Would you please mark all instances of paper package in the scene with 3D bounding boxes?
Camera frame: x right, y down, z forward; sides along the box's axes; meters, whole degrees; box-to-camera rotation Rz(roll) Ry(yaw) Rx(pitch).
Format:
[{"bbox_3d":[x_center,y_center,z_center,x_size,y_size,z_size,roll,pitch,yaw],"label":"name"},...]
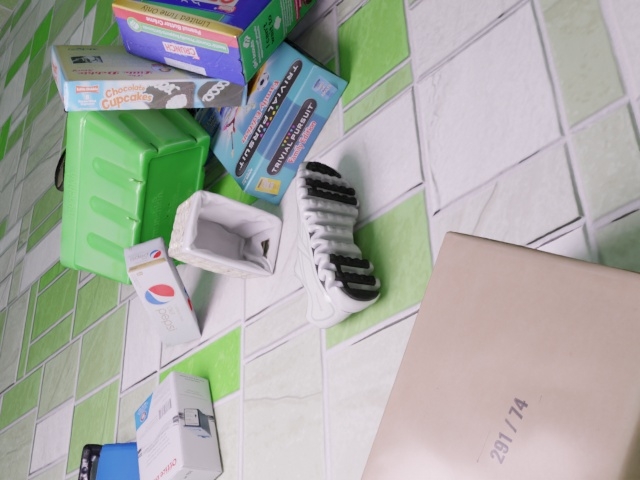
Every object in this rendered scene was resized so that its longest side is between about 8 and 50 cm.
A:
[{"bbox_3d":[0.216,0.182,0.796,0.310,0.168,0.324,17,87,56],"label":"paper package"}]

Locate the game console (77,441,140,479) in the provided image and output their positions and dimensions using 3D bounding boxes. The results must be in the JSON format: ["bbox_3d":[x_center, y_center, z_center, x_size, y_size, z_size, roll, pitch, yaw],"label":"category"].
[{"bbox_3d":[-0.374,0.538,1.540,0.250,0.174,0.293,109,165,-63],"label":"game console"}]

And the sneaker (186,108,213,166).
[{"bbox_3d":[-0.260,-0.267,1.756,0.081,0.091,0.232,-7,67,52],"label":"sneaker"}]

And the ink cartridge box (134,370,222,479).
[{"bbox_3d":[-0.249,0.345,1.421,0.139,0.082,0.190,-47,41,29],"label":"ink cartridge box"}]

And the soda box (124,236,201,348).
[{"bbox_3d":[-0.283,0.098,1.492,0.074,0.216,0.069,-18,44,-4],"label":"soda box"}]

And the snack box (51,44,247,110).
[{"bbox_3d":[-0.314,-0.301,1.511,0.187,0.322,0.060,-126,37,-51],"label":"snack box"}]

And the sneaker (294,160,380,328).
[{"bbox_3d":[0.000,0.000,1.253,0.118,0.110,0.292,-50,37,40],"label":"sneaker"}]

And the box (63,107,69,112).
[{"bbox_3d":[-0.575,-0.393,2.197,0.093,0.158,0.155,-8,67,52],"label":"box"}]

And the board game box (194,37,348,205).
[{"bbox_3d":[-0.109,-0.254,1.552,0.253,0.079,0.336,-59,35,14],"label":"board game box"}]

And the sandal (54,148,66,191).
[{"bbox_3d":[-0.660,-0.262,2.320,0.120,0.086,0.302,-34,32,48],"label":"sandal"}]

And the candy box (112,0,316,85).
[{"bbox_3d":[-0.173,-0.447,1.498,0.268,0.122,0.317,20,59,21],"label":"candy box"}]

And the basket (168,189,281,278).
[{"bbox_3d":[-0.168,-0.003,1.428,0.103,0.167,0.113,-19,57,56],"label":"basket"}]

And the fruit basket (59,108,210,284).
[{"bbox_3d":[-0.405,-0.140,1.647,0.392,0.283,0.391,16,115,36],"label":"fruit basket"}]
